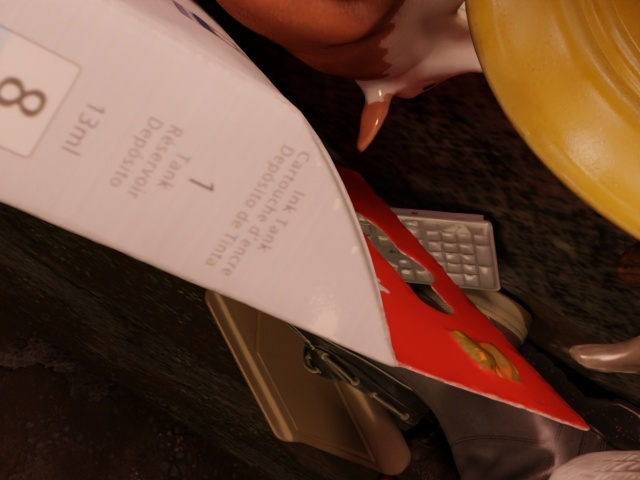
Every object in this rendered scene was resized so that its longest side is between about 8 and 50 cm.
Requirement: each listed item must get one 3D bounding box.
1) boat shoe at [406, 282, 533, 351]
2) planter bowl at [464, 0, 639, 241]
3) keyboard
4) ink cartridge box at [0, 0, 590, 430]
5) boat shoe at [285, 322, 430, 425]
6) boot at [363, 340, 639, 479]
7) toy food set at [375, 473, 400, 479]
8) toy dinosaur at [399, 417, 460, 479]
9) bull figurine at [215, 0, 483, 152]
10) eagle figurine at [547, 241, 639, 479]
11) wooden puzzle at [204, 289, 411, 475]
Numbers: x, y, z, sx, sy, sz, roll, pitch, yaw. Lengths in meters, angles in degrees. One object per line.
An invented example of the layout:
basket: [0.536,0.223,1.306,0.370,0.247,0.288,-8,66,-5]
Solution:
boat shoe: [0.049,0.045,0.830,0.223,0.073,0.080,23,156,3]
planter bowl: [0.159,-0.076,0.313,0.217,0.090,0.217,24,151,15]
keyboard: [0.000,0.000,0.780,0.256,0.014,0.072,6,135,20]
ink cartridge box: [-0.045,-0.072,0.541,0.385,0.091,0.308,25,-164,-33]
boat shoe: [0.018,0.100,1.020,0.219,0.070,0.078,34,-162,-7]
boot: [0.129,0.197,0.885,0.338,0.222,0.118,27,162,15]
toy food set: [0.115,0.253,1.253,0.232,0.111,0.104,30,174,2]
toy dinosaur: [0.204,0.268,1.109,0.313,0.160,0.121,22,148,1]
bull figurine: [-0.016,-0.152,0.415,0.310,0.101,0.188,35,157,-22]
eagle figurine: [0.265,0.099,0.476,0.298,0.226,0.225,45,139,-21]
wooden puzzle: [-0.014,0.138,1.174,0.239,0.044,0.221,-2,118,57]
